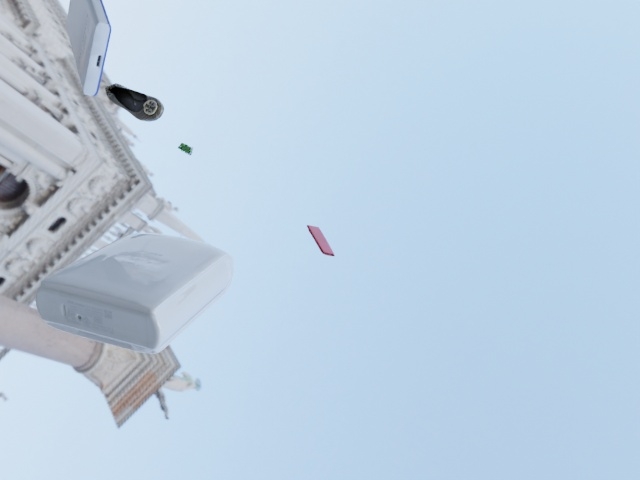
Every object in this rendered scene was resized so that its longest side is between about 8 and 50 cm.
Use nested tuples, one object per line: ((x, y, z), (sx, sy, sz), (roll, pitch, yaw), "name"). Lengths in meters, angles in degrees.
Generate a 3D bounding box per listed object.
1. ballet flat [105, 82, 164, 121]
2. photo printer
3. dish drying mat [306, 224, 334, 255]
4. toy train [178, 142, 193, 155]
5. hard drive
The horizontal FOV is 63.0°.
((-0.588, -0.438, 1.628), (0.249, 0.058, 0.084), (29, -97, 26), "ballet flat")
((-0.328, 0.078, 1.002), (0.255, 0.307, 0.107), (11, -67, 16), "photo printer")
((0.000, 0.000, 1.020), (0.008, 0.032, 0.083), (-58, -138, 27), "dish drying mat")
((-0.380, -0.259, 1.475), (0.024, 0.017, 0.083), (-55, -140, -5), "toy train")
((-0.631, -0.575, 1.411), (0.210, 0.040, 0.319), (-56, -132, 37), "hard drive")
